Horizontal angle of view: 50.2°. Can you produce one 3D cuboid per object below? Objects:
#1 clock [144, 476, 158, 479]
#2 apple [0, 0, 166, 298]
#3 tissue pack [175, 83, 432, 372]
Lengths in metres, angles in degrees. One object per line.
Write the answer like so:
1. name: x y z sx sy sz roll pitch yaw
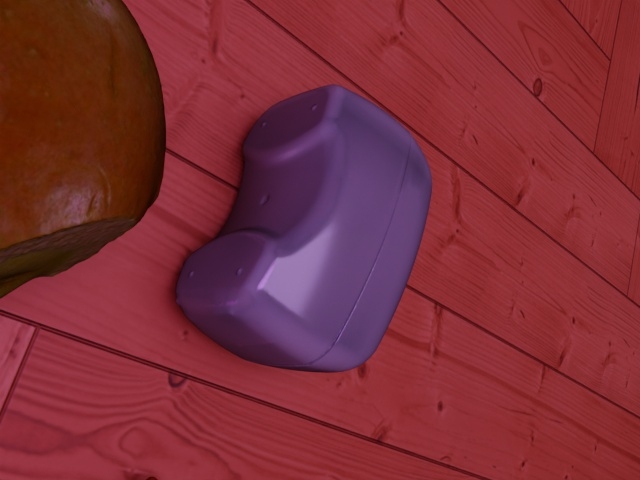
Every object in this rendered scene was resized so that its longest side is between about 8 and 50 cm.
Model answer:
1. clock: -0.228 0.349 0.749 0.155 0.061 0.113 -31 107 -34
2. apple: -0.310 -0.077 0.529 0.374 0.374 0.383 15 95 -39
3. tissue pack: 0.000 0.000 0.849 0.236 0.229 0.332 35 65 -31
